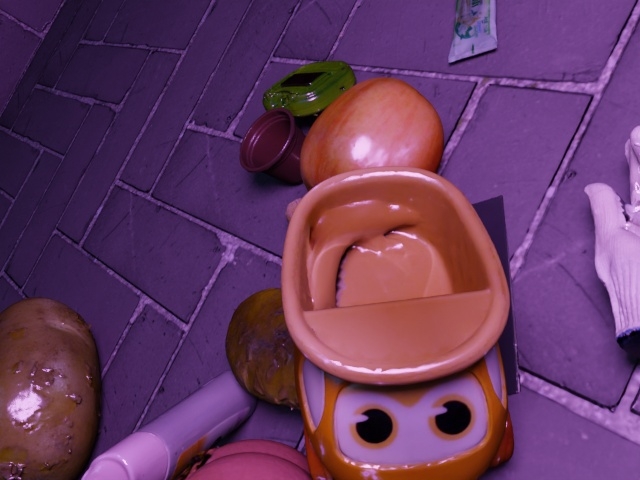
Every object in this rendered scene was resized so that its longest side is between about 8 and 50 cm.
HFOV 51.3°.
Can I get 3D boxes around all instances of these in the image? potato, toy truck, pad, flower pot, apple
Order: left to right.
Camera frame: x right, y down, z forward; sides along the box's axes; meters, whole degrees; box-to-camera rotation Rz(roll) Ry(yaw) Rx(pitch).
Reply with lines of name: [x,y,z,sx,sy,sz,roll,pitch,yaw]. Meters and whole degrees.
potato: [-0.490,0.250,1.135,0.270,0.219,0.358,-36,44,34]
flower pot: [-0.056,-0.137,1.036,0.111,0.089,0.111,-22,54,33]
potato: [-0.046,0.135,0.854,0.251,0.113,0.149,24,80,48]
apple: [0.066,-0.113,0.853,0.199,0.199,0.199,-22,54,34]
toy truck: [0.071,0.094,0.647,0.205,0.211,0.287,-7,54,2]
pad: [0.150,0.071,0.787,0.164,0.004,0.242,-19,56,36]

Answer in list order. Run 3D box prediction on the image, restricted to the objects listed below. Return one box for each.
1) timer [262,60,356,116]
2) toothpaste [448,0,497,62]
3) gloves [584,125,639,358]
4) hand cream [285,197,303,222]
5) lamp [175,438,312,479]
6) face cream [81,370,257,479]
timer: [-0.020,-0.242,1.060,0.140,0.047,0.128,13,47,47]
toothpaste: [0.223,-0.388,0.950,0.075,0.048,0.296,-9,64,40]
gloves: [0.306,-0.002,0.612,0.119,0.097,0.228,-10,65,35]
hand cream: [0.000,0.000,0.919,0.084,0.084,0.203,-50,38,11]
lamp: [-0.093,0.358,0.678,0.305,0.240,0.305,-47,-2,-2]
face cream: [-0.175,0.241,0.810,0.073,0.269,0.107,37,111,14]
